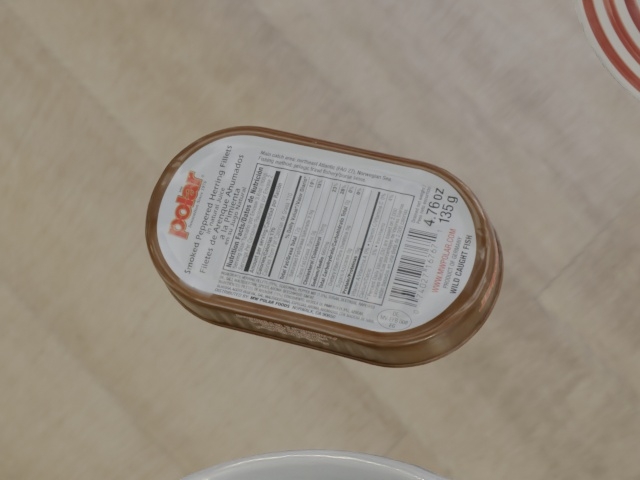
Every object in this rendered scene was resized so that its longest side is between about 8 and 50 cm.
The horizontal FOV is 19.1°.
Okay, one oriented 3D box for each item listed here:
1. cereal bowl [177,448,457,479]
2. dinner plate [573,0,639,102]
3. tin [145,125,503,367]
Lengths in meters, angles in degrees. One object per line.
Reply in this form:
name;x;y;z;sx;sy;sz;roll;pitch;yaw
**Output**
cereal bowl;0.012;0.255;0.723;0.141;0.339;0.339;28;62;-49
dinner plate;0.156;-0.090;0.647;0.141;0.141;0.017;29;43;-5
tin;0.000;0.000;0.980;0.189;0.040;0.106;12;69;17
